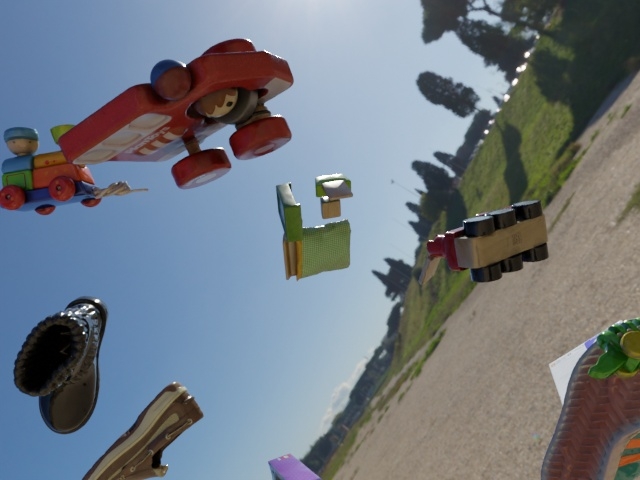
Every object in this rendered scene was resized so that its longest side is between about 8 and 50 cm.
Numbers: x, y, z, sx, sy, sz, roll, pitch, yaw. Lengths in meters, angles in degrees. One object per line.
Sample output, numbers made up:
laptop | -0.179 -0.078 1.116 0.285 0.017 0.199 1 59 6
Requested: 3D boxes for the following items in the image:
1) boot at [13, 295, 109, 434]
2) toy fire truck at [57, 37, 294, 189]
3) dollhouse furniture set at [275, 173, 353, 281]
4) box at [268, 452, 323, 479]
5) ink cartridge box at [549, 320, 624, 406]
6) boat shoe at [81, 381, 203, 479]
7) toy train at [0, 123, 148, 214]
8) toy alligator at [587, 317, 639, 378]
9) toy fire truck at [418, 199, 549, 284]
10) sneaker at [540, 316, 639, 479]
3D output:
boot | -0.568 0.301 1.079 0.260 0.131 0.348 -153 72 -75
toy fire truck | -0.198 -0.190 0.740 0.302 0.169 0.254 -22 1 24
dollhouse furniture set | 0.000 0.000 1.305 0.197 0.151 0.302 -10 -58 -10
box | -0.017 0.539 0.923 0.057 0.201 0.293 -11 -5 -21
ink cartridge box | 0.629 0.288 1.117 0.206 0.045 0.208 -41 -2 21
boat shoe | -0.300 0.366 0.826 0.257 0.095 0.095 -49 -9 -4
toy train | -0.418 -0.132 0.841 0.105 0.247 0.144 25 -125 -85
toy alligator | 0.373 0.103 0.538 0.189 0.051 0.056 -16 -42 -1
toy fire truck | 0.316 0.015 1.037 0.217 0.159 0.246 -17 10 -29
sneaker | 0.395 0.226 0.652 0.121 0.108 0.302 -3 -62 -33
